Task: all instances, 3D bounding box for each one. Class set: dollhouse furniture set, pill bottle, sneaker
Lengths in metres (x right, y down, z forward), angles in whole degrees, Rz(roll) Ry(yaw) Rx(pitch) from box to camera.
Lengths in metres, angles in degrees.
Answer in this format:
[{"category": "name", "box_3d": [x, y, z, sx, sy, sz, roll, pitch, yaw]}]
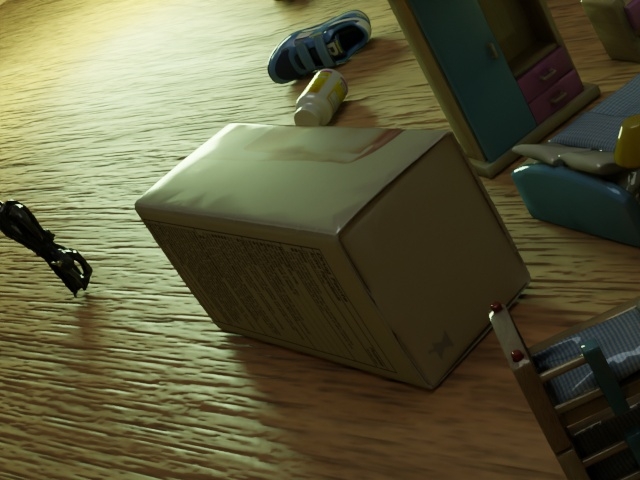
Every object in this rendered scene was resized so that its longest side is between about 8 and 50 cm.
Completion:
[{"category": "dollhouse furniture set", "box_3d": [0.241, -0.176, 1.010, 0.286, 0.198, 0.303, -37, 26, -14]}, {"category": "pill bottle", "box_3d": [-0.001, -0.155, 1.417, 0.043, 0.043, 0.083, -13, 29, 33]}, {"category": "sneaker", "box_3d": [-0.001, -0.238, 1.563, 0.144, 0.053, 0.059, -30, 27, 3]}, {"category": "dollhouse furniture set", "box_3d": [0.184, 0.097, 0.642, 0.129, 0.129, 0.184, -27, 25, 8]}]

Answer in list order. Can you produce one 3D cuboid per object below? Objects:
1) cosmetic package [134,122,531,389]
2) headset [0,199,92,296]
[{"category": "cosmetic package", "box_3d": [0.000, 0.000, 1.001, 0.129, 0.153, 0.296, -43, 29, -23]}, {"category": "headset", "box_3d": [-0.432, 0.116, 1.325, 0.394, 0.185, 0.243, -45, 29, 5]}]
